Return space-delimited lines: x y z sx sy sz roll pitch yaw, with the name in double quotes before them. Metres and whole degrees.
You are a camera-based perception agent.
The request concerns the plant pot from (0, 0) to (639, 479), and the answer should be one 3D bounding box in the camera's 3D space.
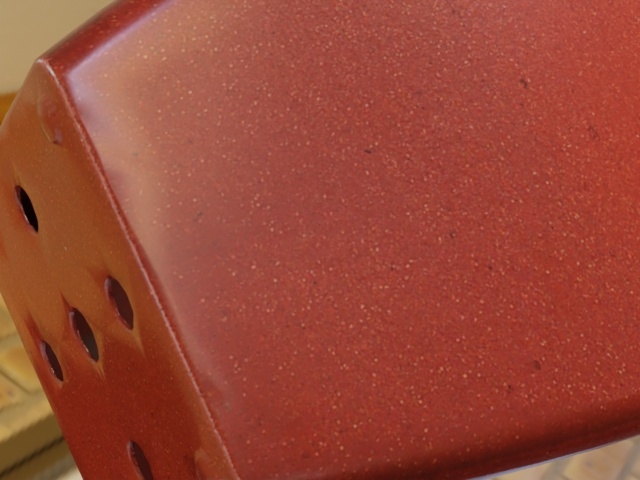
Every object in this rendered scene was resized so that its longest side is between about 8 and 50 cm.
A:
"plant pot" 0.000 0.000 0.559 0.236 0.267 0.267 -22 -6 -29
